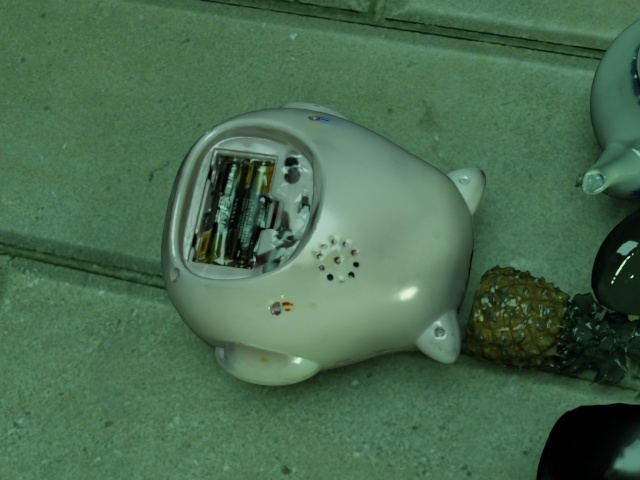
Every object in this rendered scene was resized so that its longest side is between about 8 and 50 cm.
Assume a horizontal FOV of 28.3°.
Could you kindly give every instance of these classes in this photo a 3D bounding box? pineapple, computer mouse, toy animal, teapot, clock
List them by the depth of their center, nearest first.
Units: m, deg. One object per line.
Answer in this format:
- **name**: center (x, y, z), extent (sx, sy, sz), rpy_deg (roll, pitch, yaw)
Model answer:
- **toy animal**: center (0.349, 0.351, 1.382), extent (0.251, 0.251, 0.310), rpy_deg (5, 69, 12)
- **computer mouse**: center (0.420, 0.014, 1.514), extent (0.269, 0.137, 0.086), rpy_deg (-4, 36, -29)
- **teapot**: center (0.459, -0.183, 1.541), extent (0.424, 0.280, 0.252), rpy_deg (-44, 69, -10)
- **pineapple**: center (0.305, 0.111, 1.542), extent (0.248, 0.128, 0.128), rpy_deg (13, 71, 11)
- **clock**: center (0.000, 0.000, 1.567), extent (0.376, 0.250, 0.368), rpy_deg (7, 70, 13)
